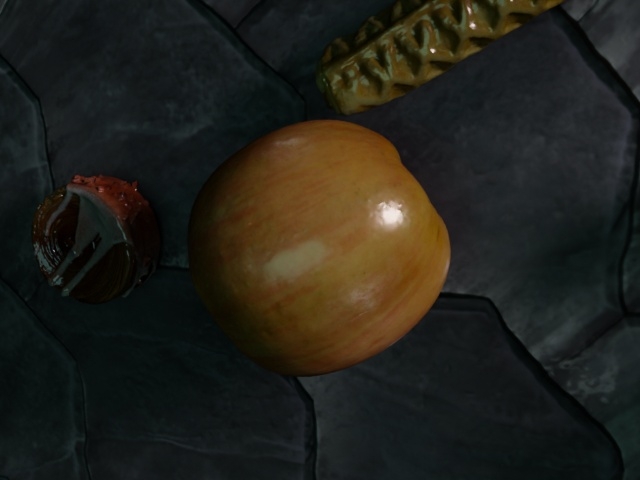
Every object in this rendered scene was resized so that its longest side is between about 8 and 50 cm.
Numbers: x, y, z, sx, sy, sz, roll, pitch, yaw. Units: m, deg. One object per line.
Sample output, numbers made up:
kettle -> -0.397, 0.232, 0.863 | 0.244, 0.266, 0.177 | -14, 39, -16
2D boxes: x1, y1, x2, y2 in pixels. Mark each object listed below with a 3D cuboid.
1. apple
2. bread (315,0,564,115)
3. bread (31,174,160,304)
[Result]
apple -> 0.000, 0.000, 0.860 | 0.241, 0.242, 0.242 | -28, 92, 16
bread -> 0.147, -0.225, 0.801 | 0.367, 0.084, 0.077 | -28, 132, 27
bread -> -0.270, -0.002, 1.057 | 0.160, 0.073, 0.161 | 7, 105, 26
